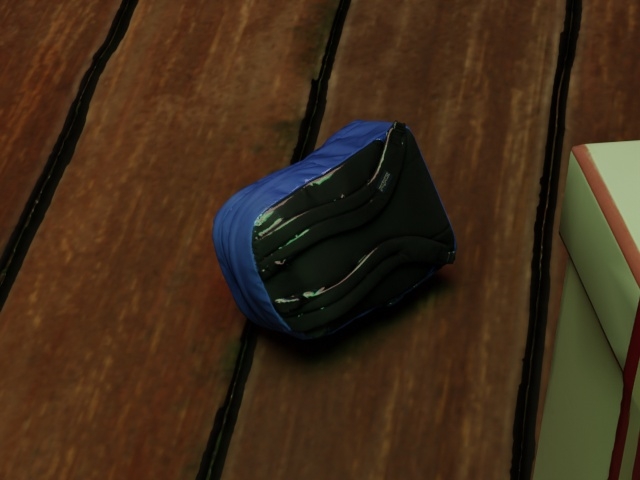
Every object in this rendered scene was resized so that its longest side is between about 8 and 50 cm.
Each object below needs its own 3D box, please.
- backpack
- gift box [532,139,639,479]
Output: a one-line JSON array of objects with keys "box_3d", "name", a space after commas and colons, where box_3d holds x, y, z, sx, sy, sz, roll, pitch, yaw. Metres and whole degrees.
[{"box_3d": [0.000, 0.000, 0.912, 0.120, 0.098, 0.101, -35, 17, -25], "name": "backpack"}, {"box_3d": [0.238, 0.084, 0.621, 0.276, 0.258, 0.255, -9, 41, -11], "name": "gift box"}]
